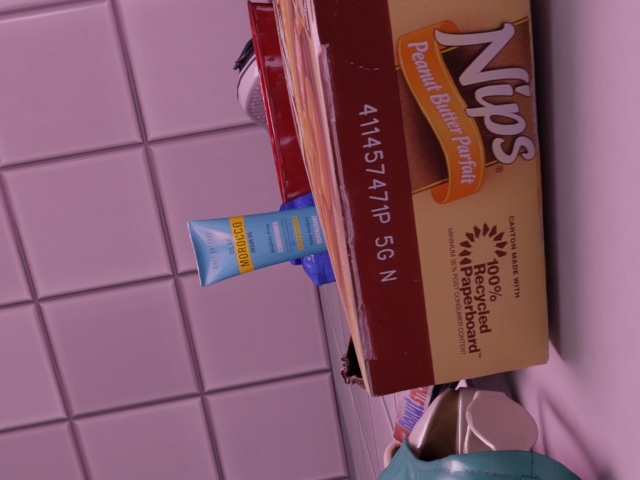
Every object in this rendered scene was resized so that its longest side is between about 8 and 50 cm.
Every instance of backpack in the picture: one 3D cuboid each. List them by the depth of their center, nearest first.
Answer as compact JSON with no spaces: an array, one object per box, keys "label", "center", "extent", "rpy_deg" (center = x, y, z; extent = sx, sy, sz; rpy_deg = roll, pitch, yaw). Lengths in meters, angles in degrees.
[{"label":"backpack","center":[0.000,0.000,1.332],"extent":[0.098,0.101,0.120],"rpy_deg":[70,-176,-65]}]

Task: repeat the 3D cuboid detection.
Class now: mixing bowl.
[{"label":"mixing bowl","center":[-0.002,-0.128,0.877],"extent":[0.181,0.098,0.181],"rpy_deg":[169,90,-87]}]

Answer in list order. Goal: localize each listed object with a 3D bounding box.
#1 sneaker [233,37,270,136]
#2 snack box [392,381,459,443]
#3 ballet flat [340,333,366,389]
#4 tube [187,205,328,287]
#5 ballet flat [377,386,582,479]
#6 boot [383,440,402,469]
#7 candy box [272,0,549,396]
[{"label":"sneaker","center":[-0.051,-0.218,1.276],"extent":[0.321,0.126,0.127],"rpy_deg":[86,167,-79]},{"label":"snack box","center":[0.070,0.077,0.598],"extent":[0.064,0.022,0.178],"rpy_deg":[-56,-15,-19]},{"label":"ballet flat","center":[0.051,0.127,1.160],"extent":[0.250,0.058,0.084],"rpy_deg":[88,171,-71]},{"label":"tube","center":[-0.050,-0.004,1.196],"extent":[0.052,0.207,0.080],"rpy_deg":[106,153,-85]},{"label":"ballet flat","center":[0.081,0.118,0.504],"extent":[0.247,0.083,0.087],"rpy_deg":[123,161,-86]},{"label":"boot","center":[0.088,0.277,1.011],"extent":[0.158,0.059,0.084],"rpy_deg":[-102,8,-54]},{"label":"candy box","center":[0.029,-0.087,0.525],"extent":[0.316,0.087,0.183],"rpy_deg":[-106,6,-62]}]
